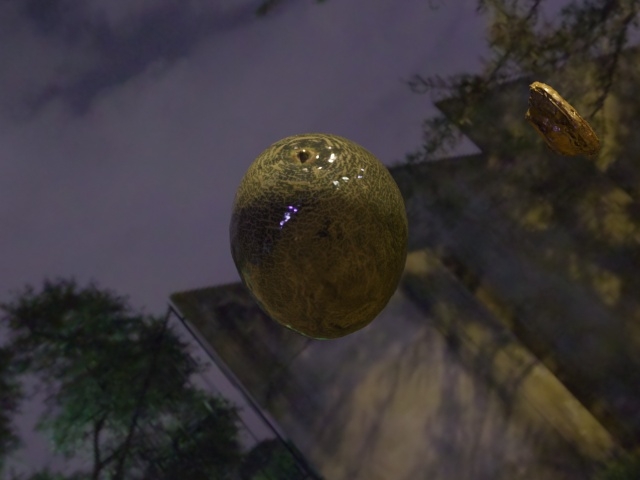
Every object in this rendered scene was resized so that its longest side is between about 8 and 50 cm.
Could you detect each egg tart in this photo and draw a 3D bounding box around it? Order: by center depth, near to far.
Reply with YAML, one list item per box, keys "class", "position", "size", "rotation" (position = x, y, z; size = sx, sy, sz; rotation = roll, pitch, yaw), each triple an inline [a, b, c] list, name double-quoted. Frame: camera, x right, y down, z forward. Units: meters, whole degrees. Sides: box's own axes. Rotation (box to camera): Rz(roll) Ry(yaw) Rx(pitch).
- class: "egg tart"
  position: [0.313, -0.150, 1.174]
  size: [0.052, 0.130, 0.130]
  rotation: [-43, -18, 7]

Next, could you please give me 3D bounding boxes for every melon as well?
- class: "melon"
  position: [0.000, 0.000, 1.256]
  size: [0.249, 0.249, 0.329]
  rotation: [-35, -37, -22]
